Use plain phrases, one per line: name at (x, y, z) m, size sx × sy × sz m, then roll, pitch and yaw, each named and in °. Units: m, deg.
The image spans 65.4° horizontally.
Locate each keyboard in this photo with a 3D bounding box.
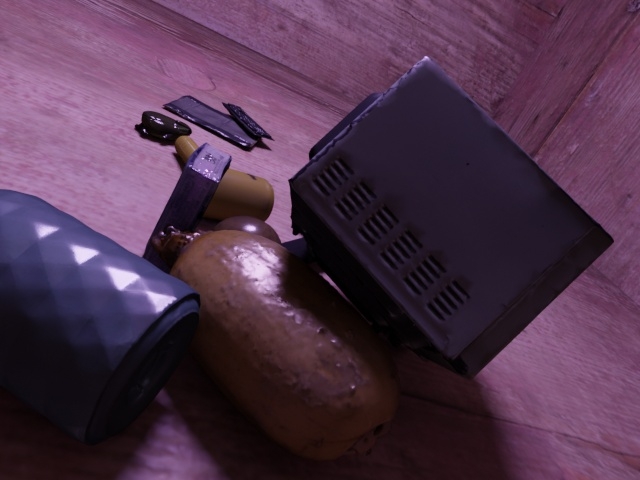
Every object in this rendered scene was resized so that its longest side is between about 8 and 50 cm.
keyboard at (-0.191, -0.317, 1.318) m, size 0.074 × 0.015 × 0.196 m, roll 3°, pitch 34°, yaw -43°

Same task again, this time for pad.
pad at (-0.262, -0.301, 1.260) m, size 0.233 × 0.022 × 0.174 m, roll 25°, pitch 24°, yaw -6°

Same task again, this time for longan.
longan at (-0.108, 0.011, 0.709) m, size 0.113 × 0.092 × 0.113 m, roll 8°, pitch 8°, yaw -1°

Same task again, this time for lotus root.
lotus root at (-0.060, 0.083, 0.535) m, size 0.343 × 0.151 × 0.169 m, roll 44°, pitch 24°, yaw 20°

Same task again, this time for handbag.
handbag at (-0.312, -0.229, 1.016) m, size 0.111 × 0.047 × 0.072 m, roll 5°, pitch 28°, yaw -44°

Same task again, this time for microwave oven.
microwave oven at (0.111, 0.003, 0.630) m, size 0.286 × 0.218 × 0.355 m, roll 47°, pitch -4°, yaw 6°

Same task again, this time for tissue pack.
tissue pack at (-0.176, -0.042, 0.654) m, size 0.051 × 0.156 × 0.112 m, roll 28°, pitch 23°, yaw -15°

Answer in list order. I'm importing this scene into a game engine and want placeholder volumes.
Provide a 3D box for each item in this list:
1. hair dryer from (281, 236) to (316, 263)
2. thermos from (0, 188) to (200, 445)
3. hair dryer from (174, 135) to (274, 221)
hair dryer at (0.000, 0.000, 0.875) m, size 0.197 × 0.089 × 0.251 m, roll 40°, pitch 32°, yaw 23°
thermos at (-0.254, 0.038, 0.438) m, size 0.286 × 0.145 × 0.182 m, roll 31°, pitch -9°, yaw 7°
hair dryer at (-0.196, -0.122, 0.902) m, size 0.135 × 0.090 × 0.278 m, roll 10°, pitch 24°, yaw -37°
